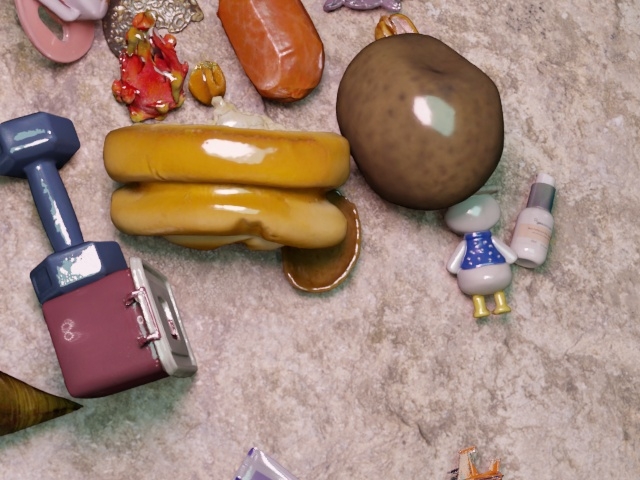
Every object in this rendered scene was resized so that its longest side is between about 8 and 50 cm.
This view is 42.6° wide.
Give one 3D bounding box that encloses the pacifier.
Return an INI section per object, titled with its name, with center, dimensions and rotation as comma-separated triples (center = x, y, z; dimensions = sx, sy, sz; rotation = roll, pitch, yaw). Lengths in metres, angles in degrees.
[pacifier]
center = -0.472, -0.481, 1.467
dimensions = 0.221, 0.273, 0.331
rotation = 22, 70, -34

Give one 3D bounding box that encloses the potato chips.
[potato chips]
center = 0.000, 0.000, 1.532
dimensions = 0.150, 0.049, 0.201
rotation = -1, 77, -4

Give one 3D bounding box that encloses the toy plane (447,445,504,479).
[toy plane]
center = 0.247, 0.451, 1.481
dimensions = 0.189, 0.062, 0.135
rotation = -16, 81, 0

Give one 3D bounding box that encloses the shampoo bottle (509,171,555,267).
[shampoo bottle]
center = 0.425, -0.043, 1.615
dimensions = 0.074, 0.074, 0.192
rotation = 21, 74, -6

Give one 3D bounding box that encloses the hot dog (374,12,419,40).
[hot dog]
center = 0.183, -0.357, 1.644
dimensions = 0.092, 0.062, 0.235
rotation = -29, 87, -15

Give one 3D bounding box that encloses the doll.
[doll]
center = 0.298, -0.001, 1.566
dimensions = 0.138, 0.119, 0.293
rotation = -11, 85, 3

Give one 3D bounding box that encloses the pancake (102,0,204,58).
[pancake]
center = -0.321, -0.424, 1.579
dimensions = 0.191, 0.020, 0.184
rotation = 3, 76, -10

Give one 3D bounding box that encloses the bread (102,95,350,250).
[bread]
center = -0.160, -0.110, 1.445
dimensions = 0.424, 0.329, 0.245
rotation = 1, 112, -7

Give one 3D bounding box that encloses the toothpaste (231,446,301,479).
[toothpaste]
center = 0.008, 0.502, 1.411
dimensions = 0.371, 0.080, 0.125
rotation = 31, 74, 2

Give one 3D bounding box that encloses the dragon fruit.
[dragon fruit]
center = -0.310, -0.321, 1.499
dimensions = 0.133, 0.207, 0.150
rotation = -17, 40, -30

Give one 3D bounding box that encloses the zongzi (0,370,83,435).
[zongzi]
center = -0.641, 0.159, 1.317
dimensions = 0.432, 0.208, 0.403
rotation = -11, 69, -32

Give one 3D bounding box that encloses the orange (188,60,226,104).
[orange]
center = -0.216, -0.293, 1.544
dimensions = 0.062, 0.086, 0.086
rotation = -13, 77, 27

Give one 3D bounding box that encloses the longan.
[longan]
center = 0.178, -0.217, 1.484
dimensions = 0.289, 0.288, 0.350
rotation = -27, 63, -16

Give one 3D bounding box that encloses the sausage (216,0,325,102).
[sausage]
center = -0.090, -0.382, 1.546
dimensions = 0.141, 0.153, 0.268
rotation = -20, 80, -45

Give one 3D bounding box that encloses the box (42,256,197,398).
[box]
center = -0.315, 0.154, 1.319
dimensions = 0.168, 0.294, 0.193
rotation = -21, 81, -4

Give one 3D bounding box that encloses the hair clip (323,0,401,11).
[hair clip]
center = 0.103, -0.524, 1.671
dimensions = 0.187, 0.056, 0.146
rotation = 5, 70, -7

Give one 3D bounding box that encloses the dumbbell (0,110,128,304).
[dumbbell]
center = -0.453, -0.053, 1.403
dimensions = 0.144, 0.160, 0.324
rotation = -24, 83, 14
